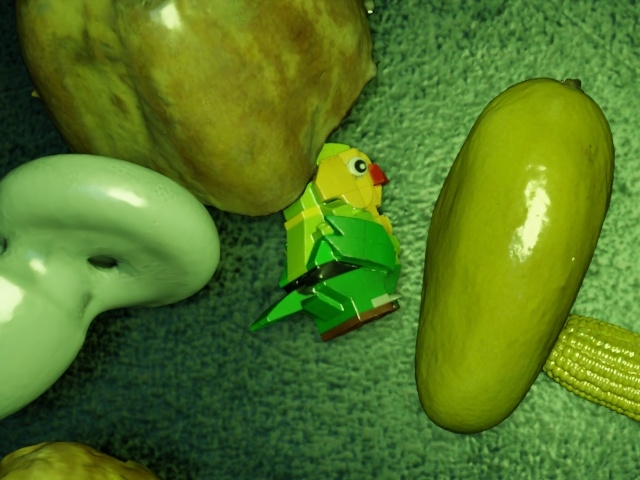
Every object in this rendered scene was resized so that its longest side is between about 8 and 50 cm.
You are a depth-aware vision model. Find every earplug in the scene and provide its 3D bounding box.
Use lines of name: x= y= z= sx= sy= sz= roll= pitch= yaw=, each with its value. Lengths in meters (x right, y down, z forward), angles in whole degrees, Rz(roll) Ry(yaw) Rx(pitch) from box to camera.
earplug: x=-0.246 y=0.040 z=1.777 sx=0.325 sy=0.214 sz=0.175 roll=-31 pitch=48 yaw=10

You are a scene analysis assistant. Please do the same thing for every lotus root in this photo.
lotus root: x=-0.121 y=-0.215 z=1.749 sx=0.316 sy=0.250 sz=0.316 roll=-8 pitch=58 yaw=13

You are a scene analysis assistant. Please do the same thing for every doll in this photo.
doll: x=0.008 y=0.001 z=1.792 sx=0.134 sy=0.106 sz=0.186 roll=11 pitch=69 yaw=-22

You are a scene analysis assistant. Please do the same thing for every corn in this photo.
corn: x=0.309 y=0.132 z=1.768 sx=0.238 sy=0.080 sz=0.080 roll=23 pitch=90 yaw=10

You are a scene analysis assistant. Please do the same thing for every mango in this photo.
mango: x=0.167 y=0.015 z=1.732 sx=0.142 sy=0.195 sz=0.331 roll=14 pitch=91 yaw=-7

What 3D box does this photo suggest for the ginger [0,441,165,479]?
ginger: x=-0.234 y=0.315 z=1.764 sx=0.223 sy=0.200 sz=0.269 roll=4 pitch=89 yaw=9
